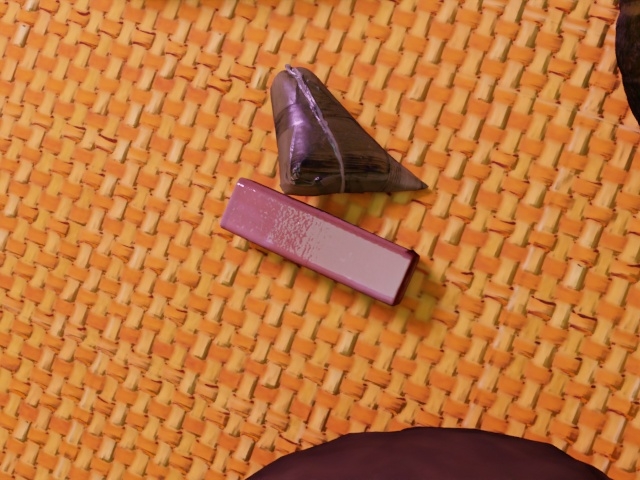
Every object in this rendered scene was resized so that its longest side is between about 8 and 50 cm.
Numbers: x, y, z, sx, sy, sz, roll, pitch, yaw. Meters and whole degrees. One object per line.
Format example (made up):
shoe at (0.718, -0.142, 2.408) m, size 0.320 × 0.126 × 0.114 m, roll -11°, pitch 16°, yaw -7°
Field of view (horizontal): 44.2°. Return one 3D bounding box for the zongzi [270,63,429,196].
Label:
zongzi at (0.021, -0.084, 0.600) m, size 0.113 × 0.052 × 0.104 m, roll -3°, pitch 72°, yaw -12°

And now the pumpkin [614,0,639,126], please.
pumpkin at (0.293, -0.132, 0.482) m, size 0.223 × 0.157 × 0.224 m, roll 1°, pitch 105°, yaw 5°

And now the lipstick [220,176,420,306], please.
lipstick at (0.000, 0.000, 0.595) m, size 0.145 × 0.045 × 0.045 m, roll 25°, pitch 96°, yaw 12°

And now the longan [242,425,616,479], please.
longan at (0.051, 0.284, 0.416) m, size 0.390 × 0.391 × 0.392 m, roll 0°, pitch 88°, yaw 12°
